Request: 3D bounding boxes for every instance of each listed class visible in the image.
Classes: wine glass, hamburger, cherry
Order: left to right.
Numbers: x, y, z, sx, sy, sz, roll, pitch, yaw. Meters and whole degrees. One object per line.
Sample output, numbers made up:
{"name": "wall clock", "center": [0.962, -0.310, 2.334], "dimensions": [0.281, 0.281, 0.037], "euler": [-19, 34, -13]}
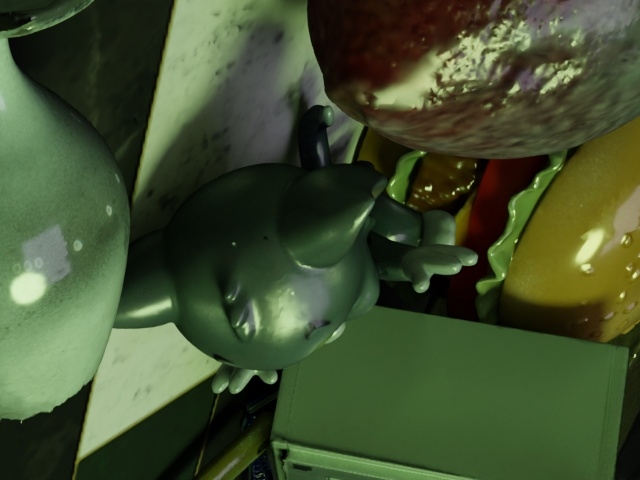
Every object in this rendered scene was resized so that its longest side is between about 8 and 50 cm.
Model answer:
{"name": "wine glass", "center": [-0.142, -0.034, 0.734], "dimensions": [0.126, 0.126, 0.241], "euler": [-38, 150, -36]}
{"name": "cherry", "center": [0.109, -0.154, 0.972], "dimensions": [0.300, 0.203, 0.230], "euler": [-31, 155, -30]}
{"name": "hamburger", "center": [0.171, -0.042, 1.231], "dimensions": [0.274, 0.212, 0.274], "euler": [-45, 155, -28]}

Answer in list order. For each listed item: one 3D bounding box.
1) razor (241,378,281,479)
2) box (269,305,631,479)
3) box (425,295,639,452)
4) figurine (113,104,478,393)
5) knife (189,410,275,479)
{"name": "razor", "center": [-0.044, 0.158, 1.309], "dimensions": [0.044, 0.028, 0.154], "euler": [-32, 144, -28]}
{"name": "box", "center": [0.085, 0.141, 1.218], "dimensions": [0.225, 0.225, 0.117], "euler": [85, 15, -71]}
{"name": "box", "center": [0.195, 0.094, 1.504], "dimensions": [0.143, 0.184, 0.273], "euler": [-20, 138, -53]}
{"name": "figurine", "center": [0.000, -0.005, 1.039], "dimensions": [0.140, 0.193, 0.265], "euler": [65, 29, -23]}
{"name": "knife", "center": [-0.147, 0.246, 1.204], "dimensions": [0.343, 0.027, 0.061], "euler": [-42, 153, -20]}
